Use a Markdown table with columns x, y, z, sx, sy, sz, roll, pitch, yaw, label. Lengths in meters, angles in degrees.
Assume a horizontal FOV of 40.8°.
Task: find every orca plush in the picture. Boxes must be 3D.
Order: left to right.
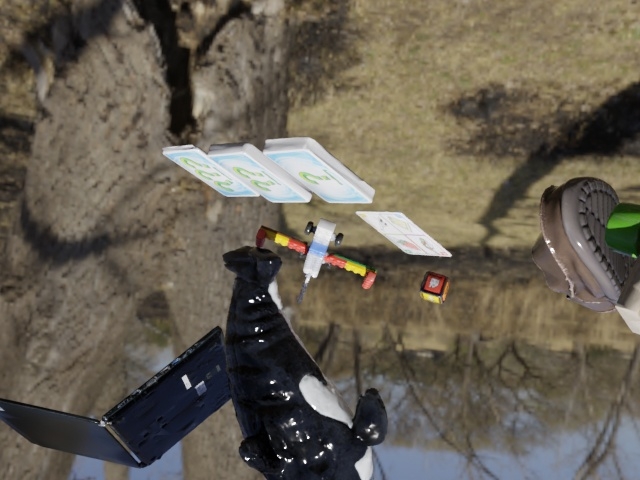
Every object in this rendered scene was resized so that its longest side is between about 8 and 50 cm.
| x | y | z | sx | sy | sz | roll | pitch | yaw | label |
| --- | --- | --- | --- | --- | --- | --- | --- | --- | --- |
| -0.028 | 0.151 | 0.747 | 0.151 | 0.287 | 0.102 | 2 | -157 | 24 | orca plush |

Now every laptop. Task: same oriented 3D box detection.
| x | y | z | sx | sy | sz | roll | pitch | yaw | label |
| --- | --- | --- | --- | --- | --- | --- | --- | --- | --- |
| -0.251 | 0.190 | 1.082 | 0.136 | 0.264 | 0.234 | 45 | 163 | 20 | laptop |

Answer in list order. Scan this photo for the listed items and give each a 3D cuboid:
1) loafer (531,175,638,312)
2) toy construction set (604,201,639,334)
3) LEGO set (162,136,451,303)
| x | y | z | sx | sy | sz | roll | pitch | yaw | label |
| --- | --- | --- | --- | --- | --- | --- | --- | --- | --- |
| 0.346 | 0.028 | 1.160 | 0.130 | 0.134 | 0.366 | -4 | 156 | 28 | loafer |
| 0.298 | 0.079 | 0.541 | 0.237 | 0.309 | 0.257 | 15 | -172 | 35 | toy construction set |
| 0.000 | 0.000 | 0.712 | 0.182 | 0.060 | 0.244 | 3 | 156 | 46 | LEGO set |
